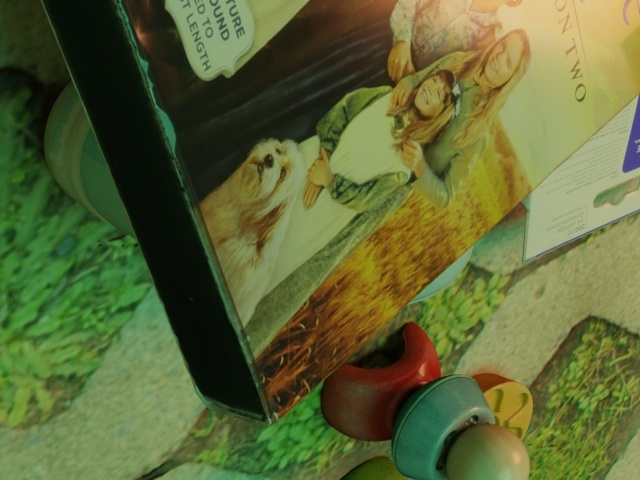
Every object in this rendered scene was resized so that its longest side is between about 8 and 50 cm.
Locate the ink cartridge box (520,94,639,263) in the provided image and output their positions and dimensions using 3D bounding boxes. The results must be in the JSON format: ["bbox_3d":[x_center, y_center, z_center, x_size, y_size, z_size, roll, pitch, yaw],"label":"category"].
[{"bbox_3d":[0.223,-0.107,1.230,0.206,0.045,0.208,-21,130,-33],"label":"ink cartridge box"}]

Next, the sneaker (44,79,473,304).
[{"bbox_3d":[0.000,0.000,1.012,0.366,0.150,0.135,13,109,-48],"label":"sneaker"}]

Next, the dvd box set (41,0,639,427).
[{"bbox_3d":[0.050,-0.144,0.869,0.420,0.062,0.308,-39,126,-34],"label":"dvd box set"}]

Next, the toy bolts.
[{"bbox_3d":[0.117,0.179,1.246,0.218,0.158,0.228,-33,136,-22],"label":"toy bolts"}]
